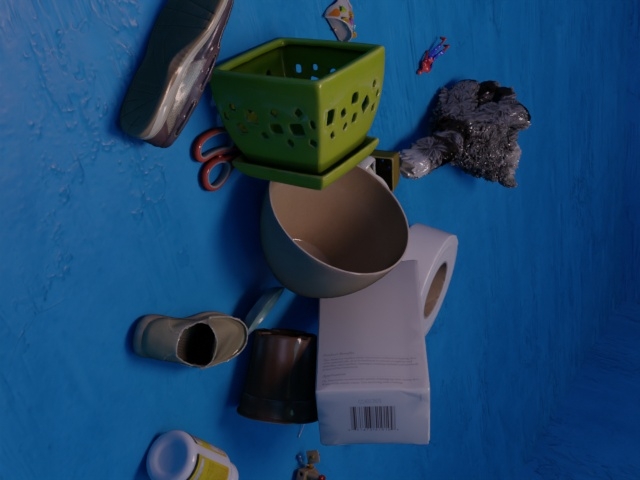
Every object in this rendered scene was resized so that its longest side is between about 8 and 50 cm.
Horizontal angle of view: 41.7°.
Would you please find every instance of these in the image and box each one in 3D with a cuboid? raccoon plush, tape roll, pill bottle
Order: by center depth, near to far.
[{"bbox_3d":[-0.227,0.418,1.533,0.184,0.103,0.103,47,64,-52],"label":"pill bottle"},{"bbox_3d":[0.236,0.103,2.034,0.286,0.100,0.286,-51,152,-41],"label":"tape roll"},{"bbox_3d":[0.334,-0.204,2.097,0.446,0.216,0.299,-27,139,-21],"label":"raccoon plush"}]

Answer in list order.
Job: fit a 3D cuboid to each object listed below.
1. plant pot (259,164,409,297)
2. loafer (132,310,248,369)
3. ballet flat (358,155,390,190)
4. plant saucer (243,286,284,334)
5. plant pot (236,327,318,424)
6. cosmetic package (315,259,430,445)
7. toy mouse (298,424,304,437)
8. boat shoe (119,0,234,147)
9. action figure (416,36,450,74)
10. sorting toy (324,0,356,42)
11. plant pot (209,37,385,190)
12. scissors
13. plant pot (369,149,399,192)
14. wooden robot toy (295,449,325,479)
[{"bbox_3d":[0.000,0.000,1.594,0.284,0.284,0.191,-36,166,-44],"label":"plant pot"},{"bbox_3d":[-0.209,0.181,1.474,0.268,0.092,0.102,5,99,-56],"label":"loafer"},{"bbox_3d":[0.108,-0.043,1.818,0.139,0.139,0.400,-55,142,-28],"label":"ballet flat"},{"bbox_3d":[-0.114,0.131,1.620,0.119,0.021,0.119,-51,174,-8],"label":"plant saucer"},{"bbox_3d":[-0.075,0.262,1.657,0.167,0.167,0.165,6,90,-56],"label":"plant pot"},{"bbox_3d":[0.102,0.211,1.677,0.385,0.217,0.156,-84,171,-54],"label":"cosmetic package"},{"bbox_3d":[-0.006,0.347,1.895,0.143,0.031,0.161,-39,132,-42],"label":"toy mouse"},{"bbox_3d":[-0.209,-0.275,1.292,0.285,0.103,0.092,-66,151,-7],"label":"boat shoe"},{"bbox_3d":[0.262,-0.431,1.981,0.115,0.030,0.038,-53,136,-22],"label":"action figure"},{"bbox_3d":[0.048,-0.444,1.659,0.083,0.045,0.075,50,43,-52],"label":"sorting toy"},{"bbox_3d":[-0.031,-0.217,1.448,0.227,0.228,0.207,-40,135,-46],"label":"plant pot"},{"bbox_3d":[-0.122,-0.176,1.524,0.297,0.021,0.109,-31,125,-45],"label":"scissors"},{"bbox_3d":[0.138,-0.163,1.864,0.083,0.081,0.081,-45,138,-55],"label":"plant pot"},{"bbox_3d":[-0.020,0.555,1.929,0.079,0.076,0.173,4,100,-67],"label":"wooden robot toy"}]
